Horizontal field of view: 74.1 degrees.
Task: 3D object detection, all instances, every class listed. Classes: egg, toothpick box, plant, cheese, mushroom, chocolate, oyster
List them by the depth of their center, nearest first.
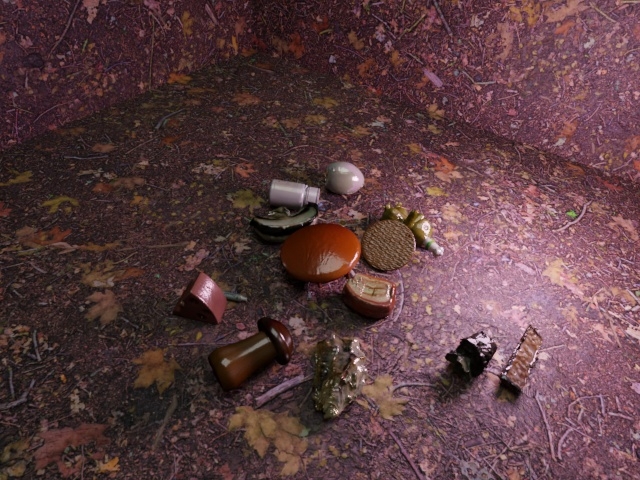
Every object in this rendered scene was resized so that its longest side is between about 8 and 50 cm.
[{"bbox_3d":[-0.244,0.405,1.529,0.294,0.192,0.192,-26,53,-23],"label":"toothpick box"},{"bbox_3d":[0.073,0.476,1.552,0.201,0.107,0.355,4,43,2],"label":"oyster"},{"bbox_3d":[0.582,0.444,1.635,0.142,0.131,0.203,39,53,25],"label":"plant"},{"bbox_3d":[-0.485,0.216,1.689,0.202,0.177,0.128,13,44,5],"label":"cheese"},{"bbox_3d":[0.803,0.469,1.693,0.102,0.065,0.329,44,53,9],"label":"chocolate"},{"bbox_3d":[-0.166,-0.084,2.097,0.344,0.130,0.247,-21,34,-28],"label":"mushroom"},{"bbox_3d":[0.138,-0.346,2.365,0.217,0.183,0.183,5,43,-7],"label":"egg"}]

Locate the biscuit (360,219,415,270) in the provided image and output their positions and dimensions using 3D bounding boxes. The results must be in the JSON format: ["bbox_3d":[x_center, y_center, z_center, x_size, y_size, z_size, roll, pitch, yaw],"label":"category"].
[{"bbox_3d":[0.322,0.023,2.026,0.261,0.037,0.262,-5,72,14],"label":"biscuit"}]

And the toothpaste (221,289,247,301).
[{"bbox_3d":[-0.406,0.230,1.795,0.197,0.029,0.048,11,43,8],"label":"toothpaste"}]

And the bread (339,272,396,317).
[{"bbox_3d":[0.206,0.234,1.810,0.244,0.123,0.190,10,45,5],"label":"bread"}]

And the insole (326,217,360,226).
[{"bbox_3d":[0.118,-0.091,2.220,0.193,0.006,0.065,-8,46,-15],"label":"insole"}]

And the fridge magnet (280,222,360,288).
[{"bbox_3d":[0.000,0.056,1.891,0.363,0.155,0.364,-5,42,4],"label":"fridge magnet"}]

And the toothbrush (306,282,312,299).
[{"bbox_3d":[-0.053,0.156,1.927,0.024,0.021,0.288,6,43,-9],"label":"toothbrush"}]

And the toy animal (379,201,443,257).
[{"bbox_3d":[0.472,-0.063,2.106,0.362,0.181,0.181,25,14,24],"label":"toy animal"}]

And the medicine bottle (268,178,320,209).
[{"bbox_3d":[-0.138,-0.235,2.236,0.257,0.143,0.143,9,43,3],"label":"medicine bottle"}]
